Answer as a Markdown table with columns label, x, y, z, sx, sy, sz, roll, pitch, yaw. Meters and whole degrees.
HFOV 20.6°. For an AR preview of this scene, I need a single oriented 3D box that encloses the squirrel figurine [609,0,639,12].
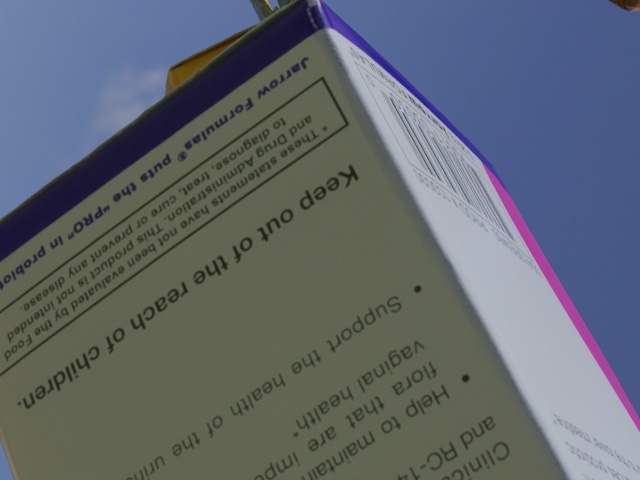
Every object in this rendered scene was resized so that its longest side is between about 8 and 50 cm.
| label | x | y | z | sx | sy | sz | roll | pitch | yaw |
| --- | --- | --- | --- | --- | --- | --- | --- | --- | --- |
| squirrel figurine | 0.170 | -0.298 | 0.778 | 0.397 | 0.370 | 0.281 | -31 | 179 | -28 |

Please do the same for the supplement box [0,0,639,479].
| label | x | y | z | sx | sy | sz | roll | pitch | yaw |
| --- | --- | --- | --- | --- | --- | --- | --- | --- | --- |
| supplement box | 0.022 | 0.076 | 0.376 | 0.114 | 0.111 | 0.220 | -36 | -124 | 12 |

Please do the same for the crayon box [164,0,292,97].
| label | x | y | z | sx | sy | sz | roll | pitch | yaw |
| --- | --- | --- | --- | --- | --- | --- | --- | --- | --- |
| crayon box | 0.000 | 0.000 | 0.942 | 0.083 | 0.323 | 0.203 | -26 | -179 | -5 |
